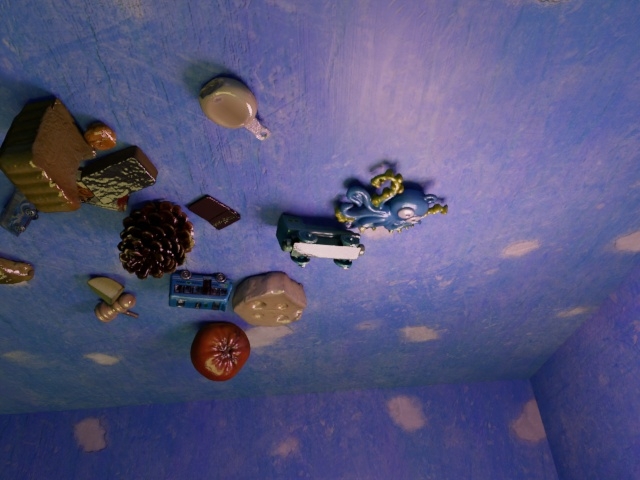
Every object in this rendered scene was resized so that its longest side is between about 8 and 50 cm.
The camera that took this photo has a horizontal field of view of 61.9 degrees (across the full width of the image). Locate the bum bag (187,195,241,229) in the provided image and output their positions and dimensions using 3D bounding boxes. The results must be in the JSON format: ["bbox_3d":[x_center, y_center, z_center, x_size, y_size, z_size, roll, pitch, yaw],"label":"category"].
[{"bbox_3d":[-0.358,-0.091,1.800,0.109,0.026,0.159,-25,141,29],"label":"bum bag"}]

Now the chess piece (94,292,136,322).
[{"bbox_3d":[-0.852,0.276,2.239,0.171,0.094,0.094,-23,142,20],"label":"chess piece"}]

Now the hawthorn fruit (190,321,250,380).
[{"bbox_3d":[-0.486,0.515,2.512,0.277,0.276,0.298,13,162,-25],"label":"hawthorn fruit"}]

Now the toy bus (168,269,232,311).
[{"bbox_3d":[-0.480,0.206,2.136,0.247,0.134,0.113,7,145,-15],"label":"toy bus"}]

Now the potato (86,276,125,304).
[{"bbox_3d":[-0.859,0.185,2.138,0.120,0.081,0.149,39,153,-8],"label":"potato"}]

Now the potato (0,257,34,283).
[{"bbox_3d":[-1.166,0.109,1.944,0.226,0.090,0.117,15,136,-38],"label":"potato"}]

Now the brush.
[{"bbox_3d":[-0.591,-0.189,1.570,0.197,0.059,0.123,-21,136,10],"label":"brush"}]

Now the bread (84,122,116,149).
[{"bbox_3d":[-0.602,-0.285,1.459,0.081,0.046,0.083,2,143,-18],"label":"bread"}]

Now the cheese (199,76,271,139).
[{"bbox_3d":[-0.214,-0.338,1.415,0.137,0.064,0.227,-22,144,27],"label":"cheese"}]

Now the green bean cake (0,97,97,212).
[{"bbox_3d":[-0.705,-0.214,1.387,0.124,0.236,0.233,-6,144,7],"label":"green bean cake"}]

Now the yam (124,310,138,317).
[{"bbox_3d":[-0.856,0.319,2.361,0.021,0.021,0.116,-27,139,30],"label":"yam"}]

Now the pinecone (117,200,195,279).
[{"bbox_3d":[-0.540,0.011,1.710,0.247,0.292,0.246,2,115,5],"label":"pinecone"}]

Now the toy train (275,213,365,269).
[{"bbox_3d":[0.000,0.000,1.846,0.299,0.194,0.120,6,120,-23],"label":"toy train"}]

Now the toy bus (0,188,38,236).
[{"bbox_3d":[-0.925,-0.104,1.664,0.094,0.079,0.237,41,130,-17],"label":"toy bus"}]

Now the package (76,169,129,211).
[{"bbox_3d":[-0.712,-0.164,1.642,0.240,0.030,0.154,11,141,-22],"label":"package"}]

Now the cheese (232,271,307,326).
[{"bbox_3d":[-0.207,0.253,2.257,0.318,0.115,0.326,11,144,-21],"label":"cheese"}]

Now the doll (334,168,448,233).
[{"bbox_3d":[0.229,-0.097,1.798,0.342,0.098,0.346,-22,146,24],"label":"doll"}]
